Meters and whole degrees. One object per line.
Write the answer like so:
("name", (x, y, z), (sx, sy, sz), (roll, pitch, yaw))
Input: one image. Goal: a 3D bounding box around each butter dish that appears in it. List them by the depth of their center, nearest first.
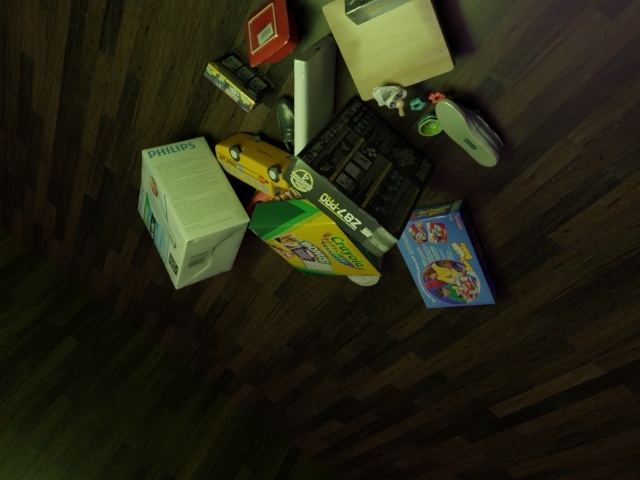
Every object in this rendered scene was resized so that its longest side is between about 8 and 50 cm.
("butter dish", (-0.115, -0.554, 1.397), (0.160, 0.118, 0.160), (-19, 70, 39))

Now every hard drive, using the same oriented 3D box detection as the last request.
("hard drive", (-0.014, -0.376, 1.412), (0.040, 0.203, 0.308), (17, 132, 18))

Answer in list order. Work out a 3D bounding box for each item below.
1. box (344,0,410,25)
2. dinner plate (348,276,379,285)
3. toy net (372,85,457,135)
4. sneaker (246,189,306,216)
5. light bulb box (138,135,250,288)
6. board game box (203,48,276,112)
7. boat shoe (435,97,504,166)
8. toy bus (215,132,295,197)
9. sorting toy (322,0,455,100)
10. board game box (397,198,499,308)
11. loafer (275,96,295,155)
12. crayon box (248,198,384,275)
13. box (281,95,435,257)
("box", (0.138, -0.619, 1.128), (0.183, 0.231, 0.056), (-10, 165, 35))
("dinner plate", (0.145, 0.113, 1.856), (0.141, 0.017, 0.141), (16, 134, 18))
("toy net", (0.242, -0.346, 1.324), (0.232, 0.045, 0.122), (14, 152, -29))
("sneaker", (-0.121, -0.143, 1.714), (0.314, 0.136, 0.116), (-17, 116, 38))
("light bulb box", (-0.446, -0.091, 1.757), (0.361, 0.225, 0.358), (59, 148, 18))
("board game box", (-0.232, -0.469, 1.508), (0.170, 0.141, 0.048), (40, 135, -4))
("boat shoe", (0.391, -0.293, 1.335), (0.227, 0.081, 0.079), (42, 155, -15))
("toy bus", (-0.188, -0.238, 1.627), (0.332, 0.108, 0.130), (30, 141, 31))
("sorting toy", (0.177, -0.513, 1.269), (0.257, 0.089, 0.255), (-10, 120, 35))
("board game box", (0.391, 0.054, 1.618), (0.233, 0.078, 0.347), (-10, 120, 36))
("loafer", (-0.083, -0.329, 1.580), (0.076, 0.078, 0.223), (-4, 123, 32))
("crayon box", (0.000, 0.000, 1.680), (0.313, 0.106, 0.363), (-1, 152, 31))
("box", (0.120, -0.185, 1.357), (0.318, 0.395, 0.097), (38, 133, -4))
